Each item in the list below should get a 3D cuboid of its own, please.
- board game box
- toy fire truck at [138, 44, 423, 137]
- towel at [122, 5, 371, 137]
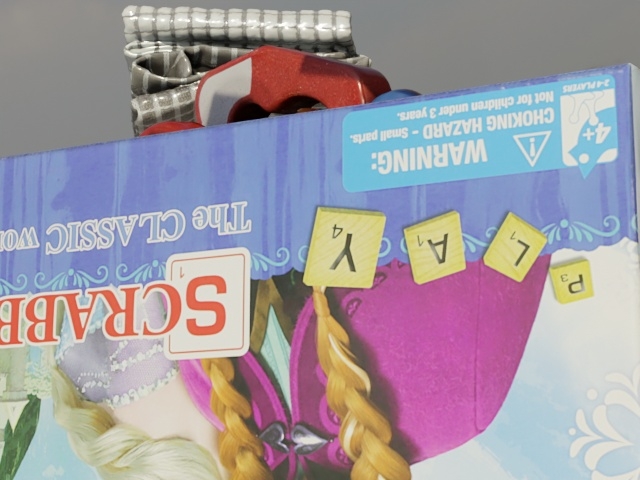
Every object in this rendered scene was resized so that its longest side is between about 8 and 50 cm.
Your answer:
[{"bbox_3d":[-0.025,0.116,0.512,0.319,0.317,0.066,-7,-12,28],"label":"board game box"},{"bbox_3d":[0.000,0.000,1.033,0.254,0.302,0.169,-16,-12,43],"label":"toy fire truck"},{"bbox_3d":[-0.071,-0.109,1.399,0.235,0.121,0.283,2,-27,0],"label":"towel"}]
